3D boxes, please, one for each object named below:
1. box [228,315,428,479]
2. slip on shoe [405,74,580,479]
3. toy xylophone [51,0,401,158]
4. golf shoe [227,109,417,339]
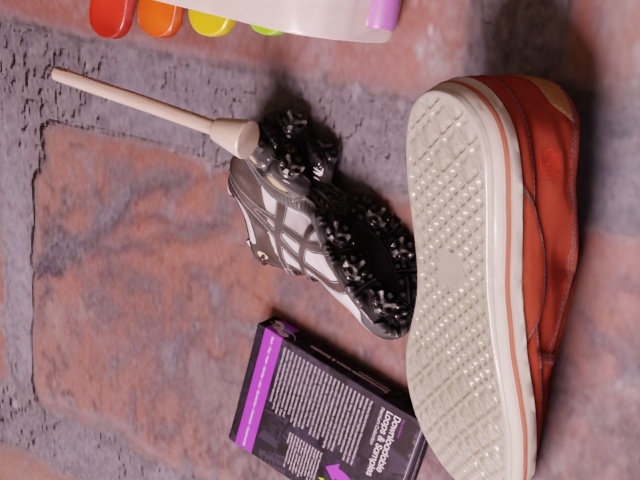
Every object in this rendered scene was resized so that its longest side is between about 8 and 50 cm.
[{"bbox_3d":[0.007,0.147,1.009,0.162,0.029,0.116,30,120,27],"label":"box"},{"bbox_3d":[0.123,0.043,0.852,0.123,0.101,0.331,33,135,49],"label":"slip on shoe"},{"bbox_3d":[-0.092,-0.202,0.936,0.322,0.081,0.236,28,111,27],"label":"toy xylophone"},{"bbox_3d":[0.000,0.000,0.952,0.198,0.077,0.094,56,138,17],"label":"golf shoe"}]
